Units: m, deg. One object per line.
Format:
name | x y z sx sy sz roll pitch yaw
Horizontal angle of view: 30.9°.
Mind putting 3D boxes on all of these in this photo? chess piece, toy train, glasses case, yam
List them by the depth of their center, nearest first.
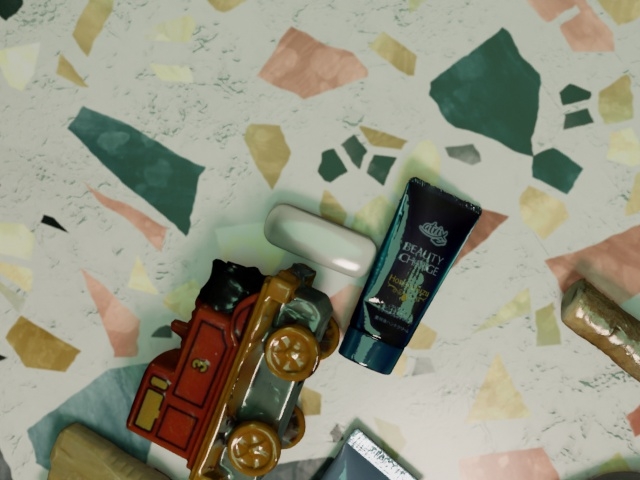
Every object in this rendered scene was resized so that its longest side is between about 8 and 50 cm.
toy train | -0.122 0.192 1.610 0.231 0.163 0.369 23 100 8
yam | 0.479 0.184 1.616 0.356 0.081 0.081 38 99 -2
glasses case | 0.000 0.000 1.626 0.164 0.041 0.063 22 98 0
chess piece | -0.267 0.385 1.675 0.301 0.137 0.137 33 100 11

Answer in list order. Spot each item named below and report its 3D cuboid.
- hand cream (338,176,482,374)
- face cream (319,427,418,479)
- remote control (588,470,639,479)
hand cream | 0.118 0.053 1.622 0.120 0.061 0.270 24 94 -16
face cream | -0.023 0.456 1.683 0.135 0.086 0.385 41 94 -4
remote control | 0.381 0.457 1.627 0.332 0.103 0.221 -24 67 5
